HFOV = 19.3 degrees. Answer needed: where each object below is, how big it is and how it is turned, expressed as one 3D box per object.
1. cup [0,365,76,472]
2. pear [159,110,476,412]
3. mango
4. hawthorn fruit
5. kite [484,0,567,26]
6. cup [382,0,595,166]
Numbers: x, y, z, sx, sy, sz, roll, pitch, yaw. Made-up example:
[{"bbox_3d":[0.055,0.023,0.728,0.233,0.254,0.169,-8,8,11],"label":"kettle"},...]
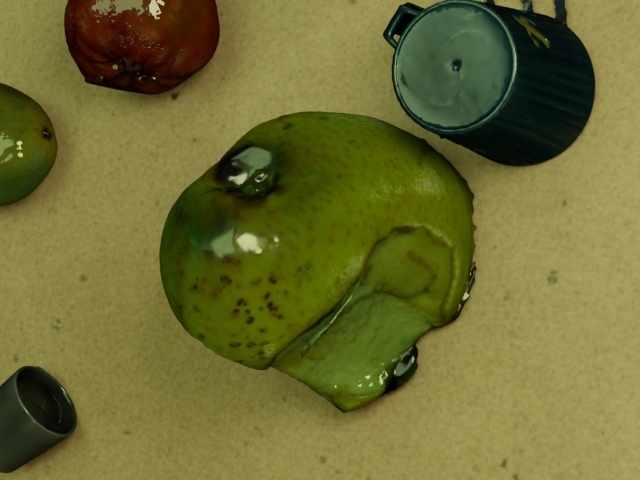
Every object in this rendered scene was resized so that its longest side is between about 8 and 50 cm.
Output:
[{"bbox_3d":[-0.283,0.163,1.772,0.077,0.078,0.100,-37,28,22],"label":"cup"},{"bbox_3d":[0.000,0.000,1.537,0.164,0.255,0.238,39,94,33],"label":"pear"},{"bbox_3d":[-0.341,-0.100,1.856,0.191,0.085,0.122,18,91,31],"label":"mango"},{"bbox_3d":[-0.164,-0.221,1.755,0.148,0.148,0.172,-12,57,28],"label":"hawthorn fruit"},{"bbox_3d":[0.168,-0.254,1.638,0.141,0.015,0.245,-19,69,27],"label":"kite"},{"bbox_3d":[0.122,-0.143,1.540,0.176,0.155,0.131,34,102,23],"label":"cup"}]
